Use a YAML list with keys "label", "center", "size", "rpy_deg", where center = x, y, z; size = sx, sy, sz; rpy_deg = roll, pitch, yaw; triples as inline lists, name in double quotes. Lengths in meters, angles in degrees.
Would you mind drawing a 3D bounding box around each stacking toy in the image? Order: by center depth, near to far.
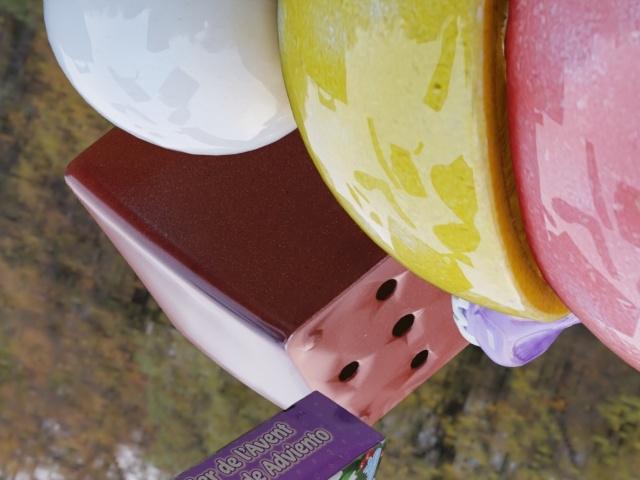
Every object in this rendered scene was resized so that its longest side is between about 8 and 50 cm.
- label: "stacking toy"
  center: [0.104, -0.075, 0.439]
  size: [0.480, 0.351, 0.350]
  rpy_deg: [6, 179, 24]

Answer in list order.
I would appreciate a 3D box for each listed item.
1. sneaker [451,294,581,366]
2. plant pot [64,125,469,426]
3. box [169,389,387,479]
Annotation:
- label: "sneaker"
  center: [0.151, 0.004, 0.664]
  size: [0.095, 0.236, 0.104]
  rpy_deg: [-25, -114, -38]
- label: "plant pot"
  center: [0.000, 0.000, 1.101]
  size: [0.236, 0.267, 0.267]
  rpy_deg: [45, 169, 37]
- label: "box"
  center: [-0.074, 0.244, 0.740]
  size: [0.057, 0.293, 0.201]
  rpy_deg: [31, -147, 25]
